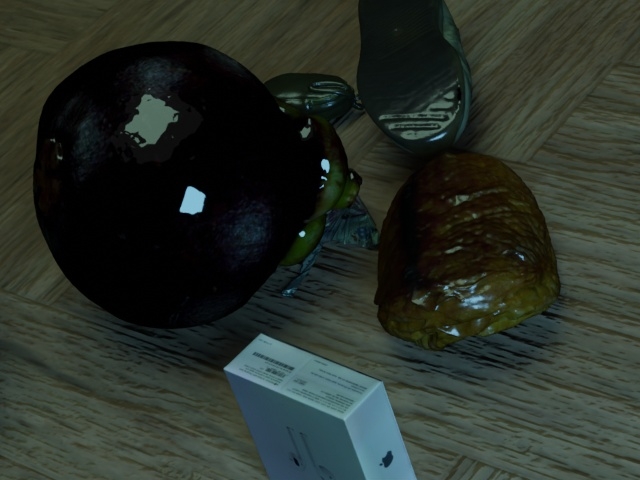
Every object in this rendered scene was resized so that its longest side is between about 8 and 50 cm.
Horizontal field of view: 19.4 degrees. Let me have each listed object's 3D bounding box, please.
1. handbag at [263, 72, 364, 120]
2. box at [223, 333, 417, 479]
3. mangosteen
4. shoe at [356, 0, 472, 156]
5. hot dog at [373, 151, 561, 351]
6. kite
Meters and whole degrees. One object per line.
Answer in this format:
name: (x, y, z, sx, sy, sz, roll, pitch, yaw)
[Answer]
handbag: (-0.012, -0.141, 1.894, 0.111, 0.047, 0.072, -5, 34, 20)
box: (0.004, 0.149, 1.447, 0.130, 0.129, 0.051, 20, 51, 41)
mangosteen: (-0.104, -0.050, 1.679, 0.302, 0.275, 0.275, -1, 28, -26)
shoe: (0.100, -0.163, 1.831, 0.103, 0.098, 0.275, -18, 38, 16)
hot dog: (0.119, 0.013, 1.592, 0.161, 0.099, 0.227, -10, 36, 14)
kite: (0.000, 0.000, 1.743, 0.139, 0.011, 0.156, 0, 39, 30)
